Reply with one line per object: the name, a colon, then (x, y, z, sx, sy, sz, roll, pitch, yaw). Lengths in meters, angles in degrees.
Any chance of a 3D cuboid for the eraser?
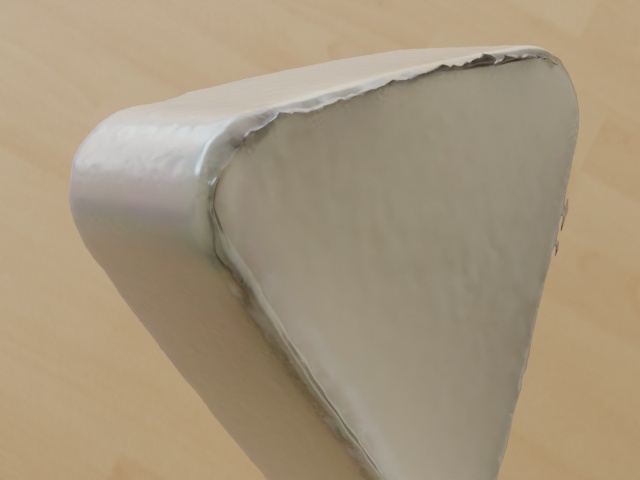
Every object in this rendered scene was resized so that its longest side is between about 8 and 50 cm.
eraser: (0.000, 0.000, 0.944, 0.331, 0.150, 0.331, -7, 100, -44)
